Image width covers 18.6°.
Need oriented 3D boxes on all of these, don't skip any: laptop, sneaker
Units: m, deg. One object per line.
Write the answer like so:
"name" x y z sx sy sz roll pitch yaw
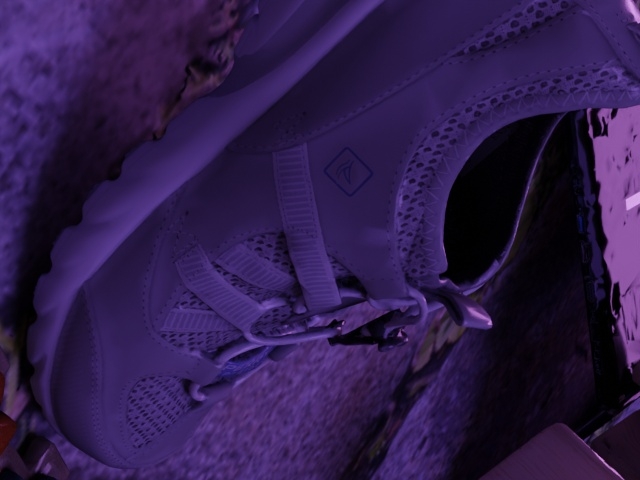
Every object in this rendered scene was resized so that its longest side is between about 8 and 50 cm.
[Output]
"laptop" 0.159 0.020 1.112 0.234 0.137 0.264 -27 113 -50
"sneaker" 0.000 0.000 0.628 0.105 0.115 0.281 -27 161 -50

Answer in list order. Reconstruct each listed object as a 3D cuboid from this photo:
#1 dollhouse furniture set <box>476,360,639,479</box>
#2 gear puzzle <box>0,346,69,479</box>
"dollhouse furniture set" 0.112 0.301 0.950 0.394 0.256 0.362 -29 154 -37
"gear puzzle" -0.153 0.077 0.562 0.175 0.044 0.339 -50 152 -21
